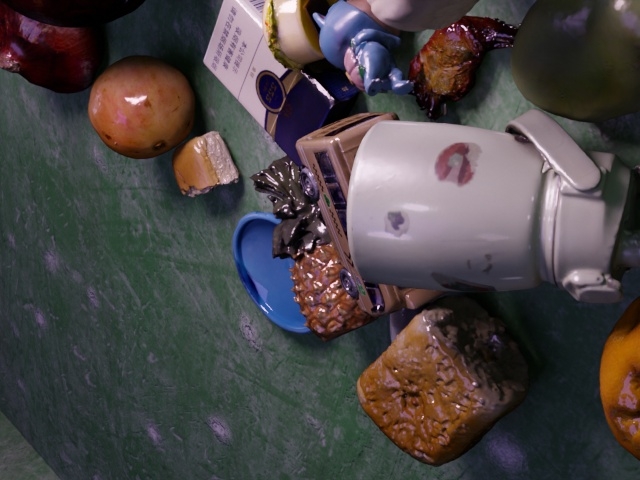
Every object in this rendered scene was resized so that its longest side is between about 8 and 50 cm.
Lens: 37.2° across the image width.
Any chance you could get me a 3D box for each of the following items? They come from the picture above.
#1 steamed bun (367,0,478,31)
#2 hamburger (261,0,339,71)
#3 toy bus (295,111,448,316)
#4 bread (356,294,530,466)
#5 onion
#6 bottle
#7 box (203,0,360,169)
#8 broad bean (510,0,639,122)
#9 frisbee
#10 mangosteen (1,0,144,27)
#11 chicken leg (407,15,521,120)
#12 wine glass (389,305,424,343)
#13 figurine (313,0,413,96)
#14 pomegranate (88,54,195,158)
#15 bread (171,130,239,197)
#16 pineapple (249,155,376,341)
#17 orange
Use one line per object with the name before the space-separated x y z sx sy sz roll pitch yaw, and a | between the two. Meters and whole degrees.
steamed bun | 0.109 -0.441 1.024 0.383 0.236 0.247 63 154 7
hamburger | -0.031 -0.307 1.348 0.082 0.141 0.126 -1 150 35
toy bus | 0.085 -0.035 1.367 0.157 0.140 0.289 9 121 68
bread | 0.196 0.196 1.393 0.195 0.176 0.246 48 133 13
onion | -0.564 -0.397 1.869 0.272 0.195 0.272 31 143 27
bottle | 0.227 -0.042 1.139 0.352 0.229 0.229 5 119 23
box | -0.064 -0.254 1.478 0.259 0.071 0.168 49 142 16
broad bean | 0.312 -0.210 1.043 0.228 0.100 0.169 0 128 49
frisbee | -0.066 0.054 1.708 0.242 0.045 0.242 28 132 36
mangosteen | -0.391 -0.536 1.422 0.421 0.381 0.381 51 146 -16
chicken leg | 0.194 -0.236 1.208 0.253 0.051 0.106 -23 102 52
wine glass | 0.139 0.173 1.539 0.066 0.066 0.198 26 130 37
figurine | 0.074 -0.268 1.269 0.144 0.114 0.178 -51 44 30
pomegranate | -0.318 -0.240 1.690 0.191 0.191 0.191 28 133 35
bread | -0.217 -0.135 1.728 0.125 0.082 0.106 -8 114 55
pineapple | 0.000 0.000 1.536 0.170 0.141 0.309 -27 85 22
orange | 0.436 0.171 1.085 0.249 0.183 0.248 31 135 36
